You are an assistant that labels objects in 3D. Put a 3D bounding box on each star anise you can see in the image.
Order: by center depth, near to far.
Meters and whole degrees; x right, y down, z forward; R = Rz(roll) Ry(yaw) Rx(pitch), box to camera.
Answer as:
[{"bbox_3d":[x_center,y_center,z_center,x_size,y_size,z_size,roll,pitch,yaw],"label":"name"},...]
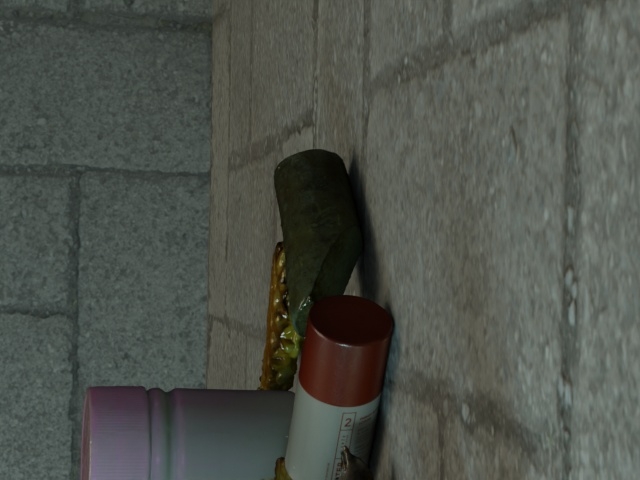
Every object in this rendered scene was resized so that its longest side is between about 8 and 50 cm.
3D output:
[{"bbox_3d":[0.049,0.298,1.535,0.124,0.056,0.129,53,157,42],"label":"star anise"}]

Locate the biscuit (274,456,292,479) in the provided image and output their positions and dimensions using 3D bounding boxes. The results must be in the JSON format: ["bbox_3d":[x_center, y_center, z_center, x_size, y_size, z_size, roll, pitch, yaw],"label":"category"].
[{"bbox_3d":[-0.009,0.398,1.741,0.172,0.029,0.254,43,138,41],"label":"biscuit"}]

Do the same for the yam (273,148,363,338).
[{"bbox_3d":[0.000,0.000,1.696,0.259,0.106,0.106,-100,16,-45],"label":"yam"}]

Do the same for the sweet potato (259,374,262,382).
[{"bbox_3d":[-0.051,0.312,2.044,0.067,0.067,0.274,107,156,-55],"label":"sweet potato"}]

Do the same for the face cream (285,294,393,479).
[{"bbox_3d":[0.019,0.172,1.590,0.096,0.096,0.214,-105,19,-55],"label":"face cream"}]

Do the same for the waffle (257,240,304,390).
[{"bbox_3d":[-0.047,0.112,2.014,0.243,0.058,0.238,126,150,-75],"label":"waffle"}]

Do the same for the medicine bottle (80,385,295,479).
[{"bbox_3d":[-0.152,0.293,1.876,0.202,0.316,0.202,-177,90,-78],"label":"medicine bottle"}]
